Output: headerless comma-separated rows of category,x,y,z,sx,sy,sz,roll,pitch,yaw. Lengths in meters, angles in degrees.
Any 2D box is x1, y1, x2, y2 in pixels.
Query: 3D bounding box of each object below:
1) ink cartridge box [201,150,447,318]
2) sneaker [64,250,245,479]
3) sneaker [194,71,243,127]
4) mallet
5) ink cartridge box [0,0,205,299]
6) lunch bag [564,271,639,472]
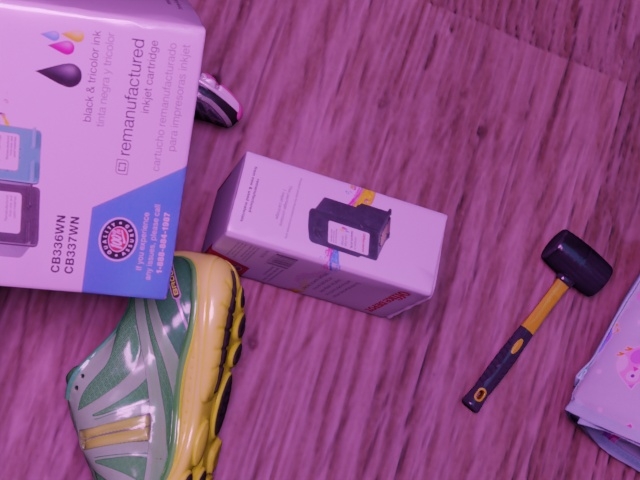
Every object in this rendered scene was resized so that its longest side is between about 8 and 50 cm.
ink cartridge box,0.000,0.000,0.968,0.175,0.127,0.072,17,74,-12
sneaker,-0.145,0.150,0.930,0.123,0.109,0.295,12,79,14
sneaker,-0.152,-0.119,0.987,0.170,0.063,0.075,19,80,-9
mallet,0.184,0.070,1.054,0.190,0.039,0.062,-43,92,-14
ink cartridge box,-0.238,-0.092,0.831,0.270,0.197,0.198,5,109,-15
lunch bag,0.373,0.129,1.029,0.262,0.160,0.223,32,77,5
